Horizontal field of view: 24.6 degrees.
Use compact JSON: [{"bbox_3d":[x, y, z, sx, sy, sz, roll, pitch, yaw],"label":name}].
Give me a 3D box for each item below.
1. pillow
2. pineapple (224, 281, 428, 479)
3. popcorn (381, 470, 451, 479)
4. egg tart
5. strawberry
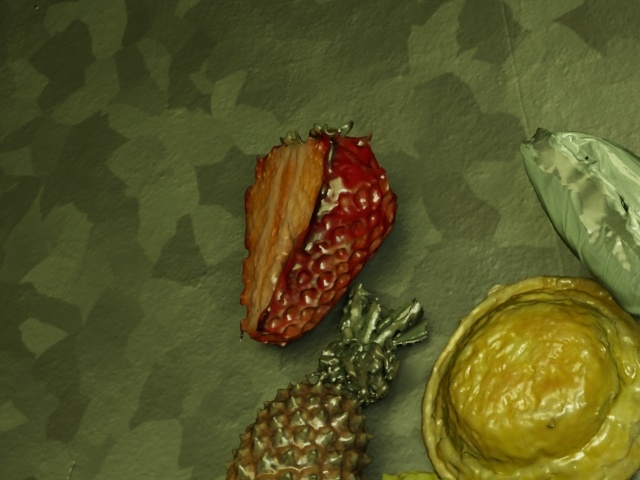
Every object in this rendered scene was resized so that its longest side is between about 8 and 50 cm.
[{"bbox_3d":[0.381,0.014,1.661,0.138,0.283,0.310,-46,60,10],"label":"pillow"},{"bbox_3d":[0.006,0.208,1.808,0.175,0.175,0.361,8,60,27],"label":"pineapple"},{"bbox_3d":[0.127,0.334,1.672,0.195,0.173,0.168,-49,38,39],"label":"popcorn"},{"bbox_3d":[0.251,0.171,1.724,0.319,0.128,0.319,-12,60,21],"label":"egg tart"},{"bbox_3d":[0.009,-0.012,1.903,0.253,0.150,0.280,-36,45,53],"label":"strawberry"}]
